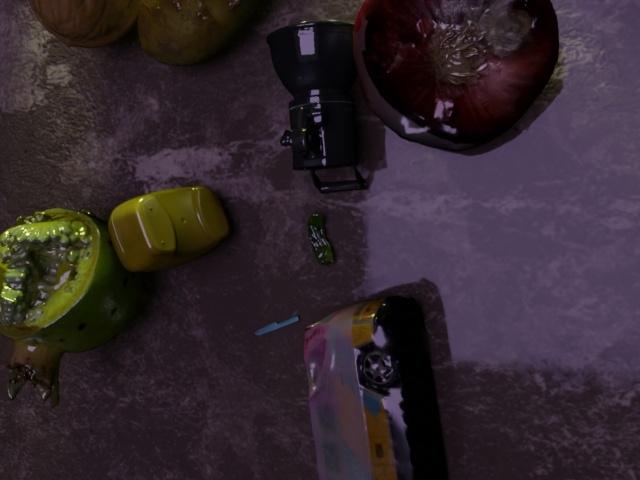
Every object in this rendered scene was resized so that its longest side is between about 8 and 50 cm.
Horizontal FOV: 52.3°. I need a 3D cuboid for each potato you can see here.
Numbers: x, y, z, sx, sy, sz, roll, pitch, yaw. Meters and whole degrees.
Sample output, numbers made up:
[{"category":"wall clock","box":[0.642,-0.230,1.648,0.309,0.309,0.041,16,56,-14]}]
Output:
[{"category":"potato","box":[-0.182,-0.398,1.021,0.298,0.141,0.176,-42,68,19]}]

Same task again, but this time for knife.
[{"category":"knife","box":[-0.074,0.142,1.088,0.091,0.005,0.014,-24,86,22]}]

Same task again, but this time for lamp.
[{"category":"lamp","box":[-0.001,-0.187,0.949,0.147,0.172,0.228,-4,91,21]}]

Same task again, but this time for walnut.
[{"category":"walnut","box":[-0.387,-0.423,1.074,0.213,0.213,0.213,2,94,22]}]

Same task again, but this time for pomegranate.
[{"category":"pomegranate","box":[-0.440,0.103,1.095,0.260,0.260,0.341,7,78,21]}]

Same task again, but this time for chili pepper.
[{"category":"chili pepper","box":[0.000,-0.001,1.039,0.030,0.034,0.091,-13,88,-11]}]

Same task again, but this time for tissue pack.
[{"category":"tissue pack","box":[-0.250,-0.017,1.057,0.127,0.178,0.123,-25,85,42]}]

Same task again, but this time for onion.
[{"category":"onion","box":[0.183,-0.262,0.879,0.272,0.195,0.272,14,133,16]}]

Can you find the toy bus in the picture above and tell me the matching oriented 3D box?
[{"category":"toy bus","box":[0.078,0.275,0.950,0.162,0.171,0.386,-8,90,26]}]
